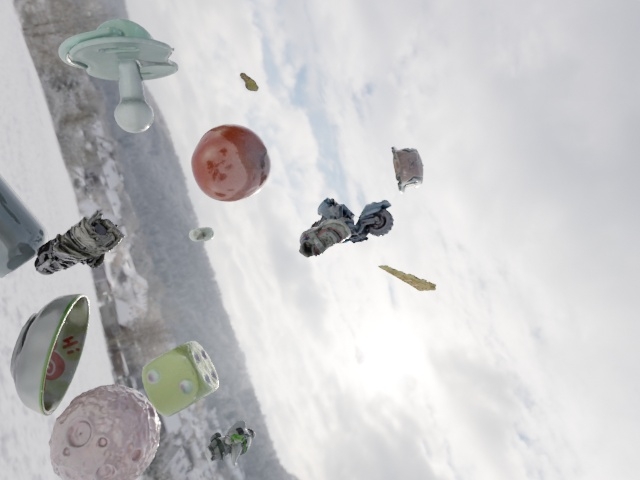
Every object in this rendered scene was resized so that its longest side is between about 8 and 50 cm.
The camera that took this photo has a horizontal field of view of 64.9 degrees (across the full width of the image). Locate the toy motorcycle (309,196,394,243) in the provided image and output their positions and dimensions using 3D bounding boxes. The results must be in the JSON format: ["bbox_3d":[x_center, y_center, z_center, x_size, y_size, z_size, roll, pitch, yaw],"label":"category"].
[{"bbox_3d":[0.127,-0.106,2.252,0.172,0.416,0.232,33,54,-52],"label":"toy motorcycle"}]

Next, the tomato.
[{"bbox_3d":[-0.352,-0.314,2.050,0.321,0.322,0.321,162,-90,-72],"label":"tomato"}]

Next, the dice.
[{"bbox_3d":[-0.617,0.610,2.220,0.249,0.255,0.252,60,-2,10],"label":"dice"}]

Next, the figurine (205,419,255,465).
[{"bbox_3d":[-0.317,0.730,1.808,0.126,0.192,0.147,29,-59,40],"label":"figurine"}]

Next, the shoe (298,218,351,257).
[{"bbox_3d":[0.000,0.001,1.870,0.228,0.125,0.099,-20,-69,33],"label":"shoe"}]

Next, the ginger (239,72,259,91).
[{"bbox_3d":[-0.197,-0.447,1.438,0.048,0.030,0.097,66,14,18],"label":"ginger"}]

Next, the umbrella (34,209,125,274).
[{"bbox_3d":[-0.622,0.033,1.248,0.358,0.106,0.113,-20,-51,38],"label":"umbrella"}]

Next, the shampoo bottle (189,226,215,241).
[{"bbox_3d":[-0.356,-0.019,1.521,0.152,0.077,0.045,180,-96,-74],"label":"shampoo bottle"}]

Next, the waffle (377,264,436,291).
[{"bbox_3d":[0.309,0.129,1.805,0.191,0.032,0.125,29,-12,-11],"label":"waffle"}]

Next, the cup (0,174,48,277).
[{"bbox_3d":[-0.901,-0.063,1.353,0.312,0.205,0.205,54,-13,-15],"label":"cup"}]

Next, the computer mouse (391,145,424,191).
[{"bbox_3d":[0.387,-0.306,2.146,0.389,0.115,0.199,-14,97,-71],"label":"computer mouse"}]

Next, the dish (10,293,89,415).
[{"bbox_3d":[-0.732,0.289,1.334,0.324,0.124,0.324,-167,-90,-80],"label":"dish"}]

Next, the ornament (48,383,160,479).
[{"bbox_3d":[-0.536,0.488,1.248,0.225,0.260,0.259,73,-10,-62],"label":"ornament"}]

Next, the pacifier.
[{"bbox_3d":[-0.512,-0.416,1.313,0.343,0.289,0.268,-176,-99,-83],"label":"pacifier"}]
